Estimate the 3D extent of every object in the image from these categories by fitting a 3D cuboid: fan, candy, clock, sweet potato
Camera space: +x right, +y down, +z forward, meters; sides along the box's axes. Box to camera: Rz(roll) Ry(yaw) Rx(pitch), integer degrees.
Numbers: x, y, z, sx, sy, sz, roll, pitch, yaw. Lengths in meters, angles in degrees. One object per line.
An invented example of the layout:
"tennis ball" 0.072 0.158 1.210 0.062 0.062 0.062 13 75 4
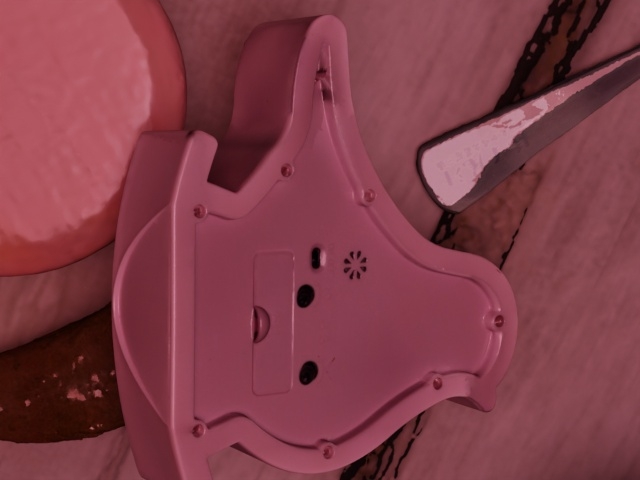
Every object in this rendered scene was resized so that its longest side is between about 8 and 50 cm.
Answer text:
"fan" 0.198 -0.106 1.051 0.282 0.023 0.057 -29 96 1
"candy" -0.212 -0.105 0.984 0.255 0.094 0.255 0 96 -4
"clock" 0.000 0.000 0.955 0.275 0.080 0.290 -7 100 -34
"sweet potato" -0.102 0.055 1.011 0.341 0.092 0.114 -33 80 -1
